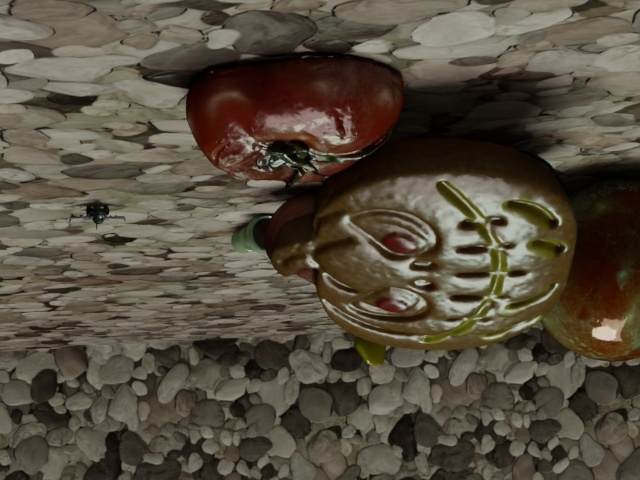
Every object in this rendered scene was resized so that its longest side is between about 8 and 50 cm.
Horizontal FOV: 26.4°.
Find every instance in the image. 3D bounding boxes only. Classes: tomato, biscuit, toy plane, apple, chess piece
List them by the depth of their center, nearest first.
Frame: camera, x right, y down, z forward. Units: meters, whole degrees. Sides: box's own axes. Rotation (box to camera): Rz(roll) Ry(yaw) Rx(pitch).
[{"bbox_3d":[-0.029,-0.112,1.388,0.228,0.101,0.228,-2,167,0],"label":"tomato"},{"bbox_3d":[0.116,0.024,1.570,0.351,0.070,0.394,-2,147,7],"label":"biscuit"},{"bbox_3d":[-0.311,-0.034,1.903,0.079,0.031,0.083,-1,170,-13],"label":"toy plane"},{"bbox_3d":[0.000,0.000,1.908,0.153,0.120,0.153,26,179,1],"label":"apple"},{"bbox_3d":[0.412,0.034,1.947,0.223,0.270,0.270,27,-173,30],"label":"tomato"},{"bbox_3d":[-0.106,-0.005,2.105,0.059,0.059,0.149,0,176,-22],"label":"chess piece"}]

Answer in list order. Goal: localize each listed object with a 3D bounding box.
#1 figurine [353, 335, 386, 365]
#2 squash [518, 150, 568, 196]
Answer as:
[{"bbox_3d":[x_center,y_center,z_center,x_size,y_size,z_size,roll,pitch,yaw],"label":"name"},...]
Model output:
[{"bbox_3d":[0.159,0.071,2.441,0.338,0.204,0.284,-27,151,36],"label":"figurine"},{"bbox_3d":[0.208,-0.028,1.726,0.218,0.172,0.218,-9,167,-2],"label":"squash"}]
